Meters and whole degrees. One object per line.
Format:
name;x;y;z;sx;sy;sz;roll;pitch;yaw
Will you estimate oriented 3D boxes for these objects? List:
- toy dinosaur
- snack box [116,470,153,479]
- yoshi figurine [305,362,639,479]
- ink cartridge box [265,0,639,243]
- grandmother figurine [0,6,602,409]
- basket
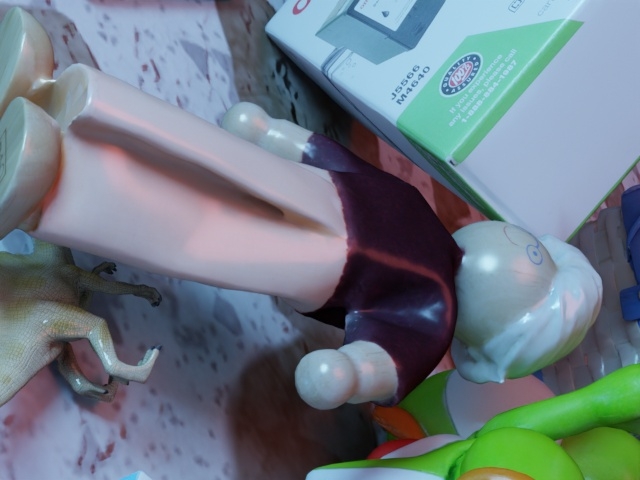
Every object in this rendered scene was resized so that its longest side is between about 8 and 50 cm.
toy dinosaur;-0.127;0.042;0.649;0.093;0.053;0.183;31;33;-20
snack box;-0.016;0.273;0.614;0.322;0.060;0.187;48;33;-26
yoshi figurine;0.128;0.164;0.759;0.362;0.204;0.203;-60;127;-76
ink cartridge box;0.108;-0.140;0.881;0.115;0.198;0.273;39;2;-35
grandmother figurine;0.000;0.000;0.689;0.342;0.104;0.208;16;47;-28
basket;0.305;0.058;1.056;0.255;0.289;0.201;17;54;-51
